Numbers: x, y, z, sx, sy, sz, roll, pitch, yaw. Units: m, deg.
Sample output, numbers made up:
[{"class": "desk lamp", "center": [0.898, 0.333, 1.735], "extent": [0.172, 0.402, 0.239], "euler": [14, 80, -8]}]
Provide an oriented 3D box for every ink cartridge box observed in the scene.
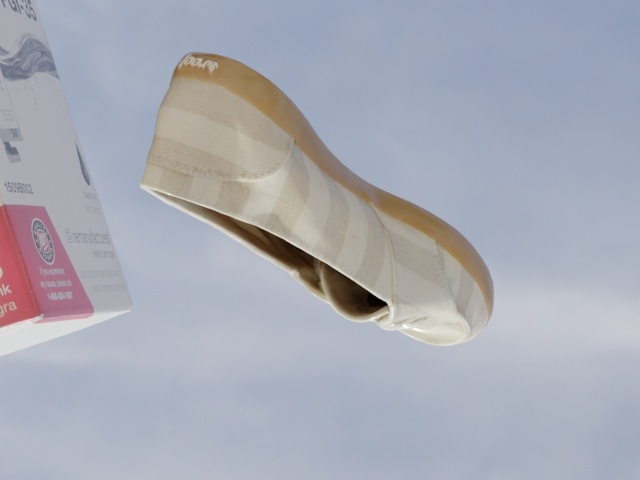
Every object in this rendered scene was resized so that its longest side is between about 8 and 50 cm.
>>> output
[{"class": "ink cartridge box", "center": [-0.226, -0.072, 1.100], "extent": [0.117, 0.207, 0.283], "euler": [-19, -93, 9]}]

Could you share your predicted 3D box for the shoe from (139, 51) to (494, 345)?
[{"class": "shoe", "center": [0.000, 0.000, 0.803], "extent": [0.076, 0.219, 0.058], "euler": [5, -114, 41]}]
